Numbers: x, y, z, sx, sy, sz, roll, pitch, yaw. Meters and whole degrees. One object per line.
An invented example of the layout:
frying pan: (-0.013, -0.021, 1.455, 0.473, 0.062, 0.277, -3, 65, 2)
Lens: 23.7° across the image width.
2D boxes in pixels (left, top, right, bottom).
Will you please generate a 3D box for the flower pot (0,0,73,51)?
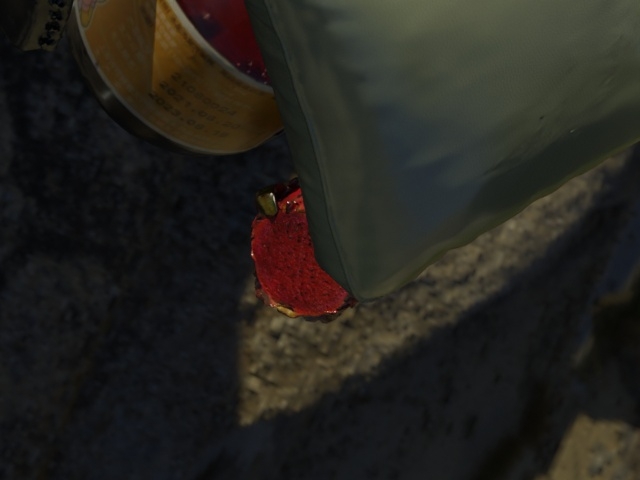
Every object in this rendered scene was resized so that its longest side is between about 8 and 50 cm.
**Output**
flower pot: (-0.345, -0.194, 0.784, 0.379, 0.379, 0.251, 10, 57, -57)

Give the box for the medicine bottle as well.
medicine bottle: (-0.015, -0.234, 1.196, 0.243, 0.395, 0.242, 21, 56, -34)

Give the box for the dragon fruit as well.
dragon fruit: (0.000, 0.000, 1.330, 0.150, 0.133, 0.208, -34, -177, -6)

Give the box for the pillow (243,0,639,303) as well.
pillow: (0.081, -0.126, 0.787, 0.255, 0.120, 0.322, -33, 143, -10)
